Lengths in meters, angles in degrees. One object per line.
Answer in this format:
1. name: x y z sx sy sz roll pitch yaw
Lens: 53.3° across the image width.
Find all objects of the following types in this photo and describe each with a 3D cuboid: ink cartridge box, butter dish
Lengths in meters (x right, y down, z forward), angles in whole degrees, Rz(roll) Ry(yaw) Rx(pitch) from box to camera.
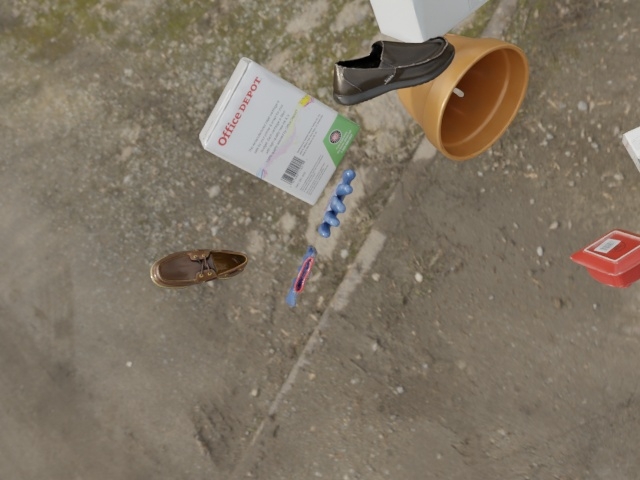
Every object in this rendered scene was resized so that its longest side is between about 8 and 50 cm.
1. ink cartridge box: -0.090 -0.233 1.364 0.201 0.278 0.117 -59 25 10
2. butter dish: 0.712 0.060 1.515 0.160 0.118 0.160 -30 24 -12
3. ink cartridge box: 0.639 -0.151 1.219 0.056 0.099 0.135 -29 78 21

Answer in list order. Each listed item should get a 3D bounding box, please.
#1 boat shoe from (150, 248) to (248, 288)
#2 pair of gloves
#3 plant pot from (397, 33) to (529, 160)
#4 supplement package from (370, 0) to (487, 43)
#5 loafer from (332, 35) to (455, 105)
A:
1. boat shoe: -0.205 0.042 1.101 0.060 0.178 0.064 -24 77 48
2. pair of gloves: 0.000 0.000 0.848 0.023 0.159 0.198 23 91 -2
3. plant pot: 0.322 -0.366 1.531 0.291 0.291 0.203 -47 54 0
4. supplement package: 0.209 -0.527 1.253 0.203 0.194 0.149 -39 44 -11
5. loafer: 0.120 -0.294 1.056 0.220 0.078 0.080 -23 38 -5
